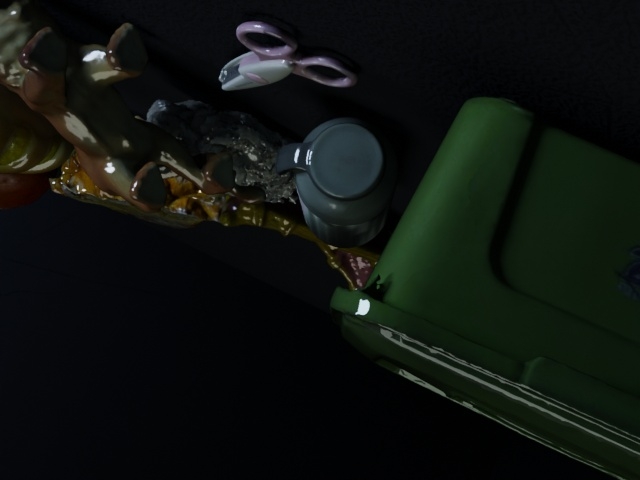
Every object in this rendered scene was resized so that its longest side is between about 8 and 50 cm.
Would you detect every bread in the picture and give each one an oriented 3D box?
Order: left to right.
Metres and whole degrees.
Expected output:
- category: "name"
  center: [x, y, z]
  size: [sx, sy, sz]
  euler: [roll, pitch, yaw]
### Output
- category: "bread"
  center: [-0.309, -0.133, 1.123]
  size: [0.213, 0.105, 0.213]
  euler: [42, -165, -14]

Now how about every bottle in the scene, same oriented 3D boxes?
- category: "bottle"
  center: [0.014, -0.045, 1.029]
  size: [0.096, 0.079, 0.253]
  euler: [9, 174, 1]

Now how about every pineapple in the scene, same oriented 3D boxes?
- category: "pineapple"
  center: [-0.194, -0.070, 1.497]
  size: [0.236, 0.114, 0.186]
  euler: [21, 173, 7]

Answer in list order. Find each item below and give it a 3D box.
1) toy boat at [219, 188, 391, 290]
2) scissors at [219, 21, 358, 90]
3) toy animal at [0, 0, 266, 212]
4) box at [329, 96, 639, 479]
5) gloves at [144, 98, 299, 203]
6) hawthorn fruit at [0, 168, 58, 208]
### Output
- category: "toy boat"
  center: [0.004, -0.005, 1.329]
  size: [0.141, 0.099, 0.318]
  euler: [23, 174, 33]
- category: "scissors"
  center: [-0.039, -0.121, 0.868]
  size: [0.085, 0.022, 0.176]
  euler: [23, 171, -22]
- category: "toy animal"
  center: [-0.195, -0.116, 1.037]
  size: [0.157, 0.097, 0.312]
  euler: [16, 153, 46]
- category: "box"
  center: [0.185, 0.051, 0.790]
  size: [0.329, 0.178, 0.253]
  euler: [26, 172, 3]
- category: "gloves"
  center: [-0.087, -0.083, 1.144]
  size: [0.153, 0.070, 0.114]
  euler: [28, 173, -27]
- category: "hawthorn fruit"
  center: [-0.407, -0.120, 1.631]
  size: [0.200, 0.179, 0.179]
  euler: [18, 177, -26]
